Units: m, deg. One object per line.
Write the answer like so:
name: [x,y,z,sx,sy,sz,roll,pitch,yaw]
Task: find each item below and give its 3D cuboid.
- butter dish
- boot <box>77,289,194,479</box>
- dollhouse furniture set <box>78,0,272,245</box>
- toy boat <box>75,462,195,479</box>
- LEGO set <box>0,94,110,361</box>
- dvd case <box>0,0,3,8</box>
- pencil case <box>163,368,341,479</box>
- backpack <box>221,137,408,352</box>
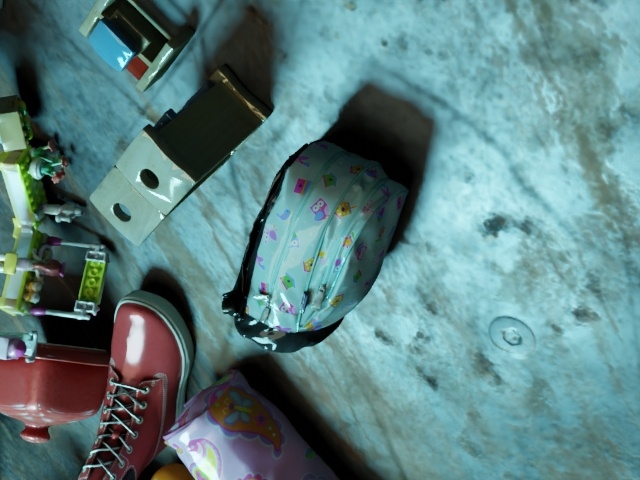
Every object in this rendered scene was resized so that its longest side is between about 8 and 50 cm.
butter dish: [-0.329,0.180,1.363,0.160,0.160,0.118,1,81,35]
boot: [-0.217,0.189,1.286,0.088,0.176,0.244,16,131,15]
dollhouse furniture set: [-0.172,-0.119,1.058,0.183,0.129,0.129,45,136,-4]
toy boat: [-0.205,0.347,1.454,0.231,0.151,0.151,29,104,13]
LEGO set: [-0.294,-0.011,1.251,0.107,0.132,0.287,7,98,12]
dvd case: [-0.359,-0.294,1.143,0.119,0.013,0.087,35,136,7]
pencil case: [-0.043,0.279,1.279,0.284,0.124,0.124,47,136,-6]
backpack: [0.000,0.000,1.033,0.115,0.152,0.182,25,121,10]
